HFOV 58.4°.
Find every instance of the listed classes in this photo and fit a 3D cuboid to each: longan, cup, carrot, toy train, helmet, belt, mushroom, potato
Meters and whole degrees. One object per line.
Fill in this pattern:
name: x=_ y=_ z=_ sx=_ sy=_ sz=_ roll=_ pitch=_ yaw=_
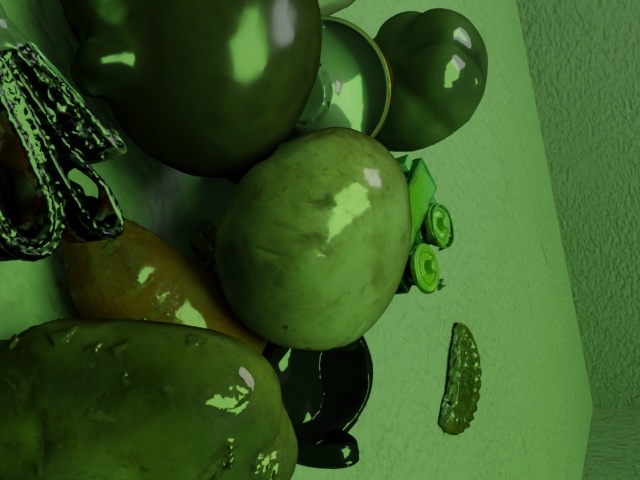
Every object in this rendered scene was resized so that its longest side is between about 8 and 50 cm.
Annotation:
longan: x=-0.131 y=-0.211 z=0.598 sx=0.300 sy=0.243 sz=0.300 roll=17 pitch=62 yaw=-35
cup: x=0.003 y=-0.231 z=0.832 sx=0.264 sy=0.226 sz=0.182 roll=-52 pitch=164 yaw=-67
carrot: x=-0.180 y=0.071 z=0.600 sx=0.225 sy=0.159 sz=0.159 roll=53 pitch=44 yaw=-19
toy train: x=0.135 y=-0.017 z=1.043 sx=0.188 sy=0.159 sz=0.272 roll=56 pitch=44 yaw=-26
helmet: x=-0.018 y=0.186 z=0.753 sx=0.216 sy=0.193 sz=0.189 roll=0 pitch=91 yaw=-48
belt: x=-0.252 y=-0.148 z=0.382 sx=0.126 sy=0.094 sz=0.360 roll=-44 pitch=122 yaw=-45
mushroom: x=0.000 y=0.000 z=0.617 sx=0.254 sy=0.184 sz=0.255 roll=-12 pitch=104 yaw=-57
potato: x=-0.165 y=0.148 z=0.479 sx=0.141 sy=0.296 sz=0.192 roll=-88 pitch=-177 yaw=-57

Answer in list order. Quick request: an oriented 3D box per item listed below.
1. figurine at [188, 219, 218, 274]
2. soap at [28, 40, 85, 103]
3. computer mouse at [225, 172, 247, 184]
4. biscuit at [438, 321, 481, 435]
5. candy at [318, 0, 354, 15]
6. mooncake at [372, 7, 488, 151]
figurine: x=-0.114 y=0.042 z=0.752 sx=0.143 sy=0.068 sz=0.101 roll=28 pitch=59 yaw=-38
soap: x=-0.321 y=-0.119 z=0.441 sx=0.230 sy=0.091 sz=0.145 roll=36 pitch=60 yaw=-49
computer mouse: x=-0.006 y=-0.072 z=0.814 sx=0.295 sy=0.168 sz=0.087 roll=23 pitch=87 yaw=-48
biscuit: x=0.360 y=0.356 z=1.430 sx=0.187 sy=0.036 sz=0.274 roll=43 pitch=52 yaw=-45
candy: x=-0.085 y=-0.465 z=0.781 sx=0.208 sy=0.145 sz=0.359 roll=-52 pitch=126 yaw=-45
mooncake: x=0.158 y=-0.289 z=1.022 sx=0.135 sy=0.274 sz=0.275 roll=31 pitch=60 yaw=-41
